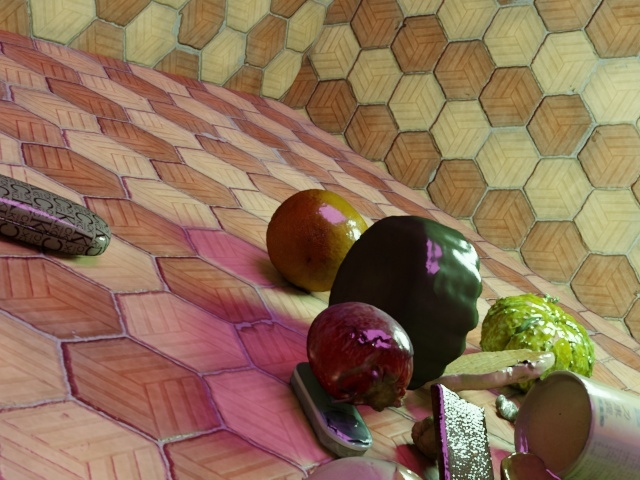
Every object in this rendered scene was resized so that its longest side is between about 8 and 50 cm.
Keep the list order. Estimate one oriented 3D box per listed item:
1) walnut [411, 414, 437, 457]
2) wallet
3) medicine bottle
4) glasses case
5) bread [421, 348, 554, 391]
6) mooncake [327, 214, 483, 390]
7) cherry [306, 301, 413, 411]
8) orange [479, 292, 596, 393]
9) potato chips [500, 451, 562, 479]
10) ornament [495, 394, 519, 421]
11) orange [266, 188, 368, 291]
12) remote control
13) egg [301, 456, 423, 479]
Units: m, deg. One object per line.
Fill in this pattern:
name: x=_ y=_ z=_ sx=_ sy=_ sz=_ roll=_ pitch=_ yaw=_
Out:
walnut: x=0.217 y=0.368 z=1.718 sx=0.096 sy=0.082 sz=0.079 roll=21 pitch=-11 yaw=-41
wallet: x=0.255 y=0.384 z=1.642 sx=0.133 sy=0.039 sz=0.243 roll=28 pitch=38 yaw=-28
medicine bottle: x=0.636 y=0.439 z=1.923 sx=0.406 sy=0.235 sz=0.235 roll=21 pitch=18 yaw=-22
glasses case: x=-0.561 y=-0.057 z=1.700 sx=0.355 sy=0.085 sz=0.137 roll=20 pitch=19 yaw=-27
bread: x=0.348 y=0.284 z=1.988 sx=0.316 sy=0.054 sz=0.316 roll=-10 pitch=0 yaw=0
mooncake: x=0.179 y=0.126 z=1.906 sx=0.194 sy=0.356 sz=0.356 roll=23 pitch=16 yaw=-28
cherry: x=0.060 y=0.197 z=1.640 sx=0.192 sy=0.175 sz=0.250 roll=5 pitch=20 yaw=-29
orange: x=0.551 y=0.278 z=2.317 sx=0.300 sy=0.223 sz=0.301 roll=1 pitch=33 yaw=-38
potato chips: x=0.396 y=0.480 z=1.696 sx=0.195 sy=0.061 sz=0.208 roll=24 pitch=23 yaw=-25
ornament: x=0.441 y=0.393 z=2.099 sx=0.092 sy=0.041 sz=0.068 roll=25 pitch=7 yaw=24
orange: x=0.000 y=0.000 z=2.196 sx=0.264 sy=0.264 sz=0.264 roll=27 pitch=16 yaw=-8
remote control: x=0.015 y=0.301 z=1.631 sx=0.104 sy=0.052 sz=0.247 roll=19 pitch=18 yaw=-28
egg: x=0.071 y=0.390 z=1.187 sx=0.244 sy=0.201 sz=0.201 roll=38 pitch=13 yaw=-17
